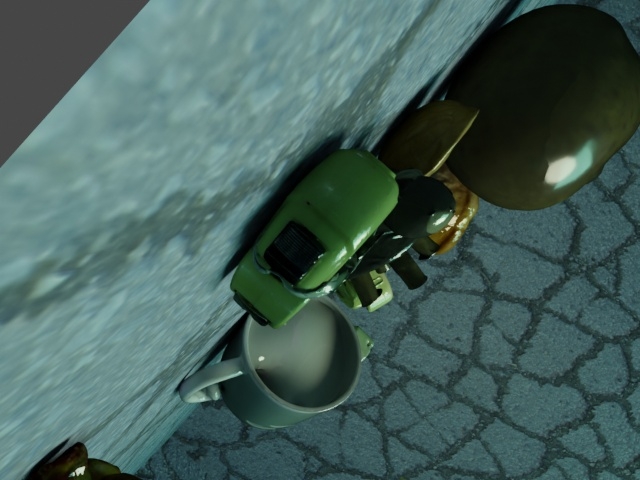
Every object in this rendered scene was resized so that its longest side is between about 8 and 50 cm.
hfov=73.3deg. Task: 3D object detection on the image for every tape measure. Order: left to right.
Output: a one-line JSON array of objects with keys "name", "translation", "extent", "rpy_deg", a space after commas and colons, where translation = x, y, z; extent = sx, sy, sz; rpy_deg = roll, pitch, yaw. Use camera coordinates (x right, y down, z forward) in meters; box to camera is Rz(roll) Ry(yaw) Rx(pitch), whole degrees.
[{"name": "tape measure", "translation": [0.005, -0.011, 0.395], "extent": [0.177, 0.088, 0.154], "rpy_deg": [-49, 177, -27]}]

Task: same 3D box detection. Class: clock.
[{"name": "clock", "translation": [0.080, 0.092, 1.227], "extent": [0.096, 0.234, 0.308], "rpy_deg": [-31, 176, -14]}]

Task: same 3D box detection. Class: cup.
[{"name": "cup", "translation": [-0.127, 0.283, 0.932], "extent": [0.357, 0.259, 0.274], "rpy_deg": [-8, 153, -32]}]

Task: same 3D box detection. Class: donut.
[{"name": "donut", "translation": [0.282, -0.121, 1.117], "extent": [0.317, 0.150, 0.299], "rpy_deg": [-118, -133, -70]}]

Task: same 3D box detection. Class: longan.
[{"name": "longan", "translation": [0.395, -0.228, 0.786], "extent": [0.361, 0.361, 0.361], "rpy_deg": [-48, 176, -4]}]

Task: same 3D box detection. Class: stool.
[{"name": "stool", "translation": [0.075, -0.002, 0.549], "extent": [0.153, 0.139, 0.228], "rpy_deg": [-39, -168, -8]}]

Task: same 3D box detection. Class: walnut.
[{"name": "walnut", "translation": [0.139, -0.133, 0.652], "extent": [0.167, 0.087, 0.211], "rpy_deg": [-51, 175, -48]}]

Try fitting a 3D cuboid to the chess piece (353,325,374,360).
[{"name": "chess piece", "translation": [0.007, 0.235, 1.240], "extent": [0.194, 0.299, 0.194], "rpy_deg": [-48, 176, -5]}]

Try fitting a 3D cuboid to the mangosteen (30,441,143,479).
[{"name": "mangosteen", "translation": [-0.215, 0.305, 0.350], "extent": [0.228, 0.229, 0.265], "rpy_deg": [94, 0, -84]}]
